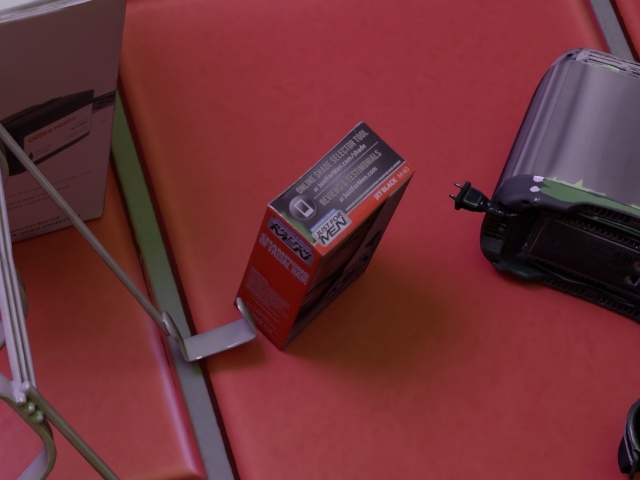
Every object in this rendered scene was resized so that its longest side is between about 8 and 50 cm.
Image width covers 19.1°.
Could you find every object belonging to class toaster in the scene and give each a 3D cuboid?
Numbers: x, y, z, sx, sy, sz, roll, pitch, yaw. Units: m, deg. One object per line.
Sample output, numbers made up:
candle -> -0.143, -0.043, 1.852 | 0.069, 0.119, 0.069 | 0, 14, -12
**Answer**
toaster -> 0.214, -0.038, 1.362 | 0.227, 0.129, 0.146 | 20, 59, 2

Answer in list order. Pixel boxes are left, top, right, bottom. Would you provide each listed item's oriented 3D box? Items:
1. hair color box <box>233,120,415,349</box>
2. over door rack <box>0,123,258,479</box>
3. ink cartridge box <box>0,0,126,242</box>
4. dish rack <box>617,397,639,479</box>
hair color box -> 0.000, 0.000, 1.280 | 0.053, 0.167, 0.093 | 43, 66, 11
over door rack -> -0.143, 0.084, 1.132 | 0.108, 0.324, 0.239 | -32, 47, 17
ink cartridge box -> -0.227, -0.157, 1.234 | 0.129, 0.307, 0.223 | -18, 69, -17
dish rack -> 0.323, 0.229, 1.284 | 0.208, 0.074, 0.271 | -7, 67, -13
